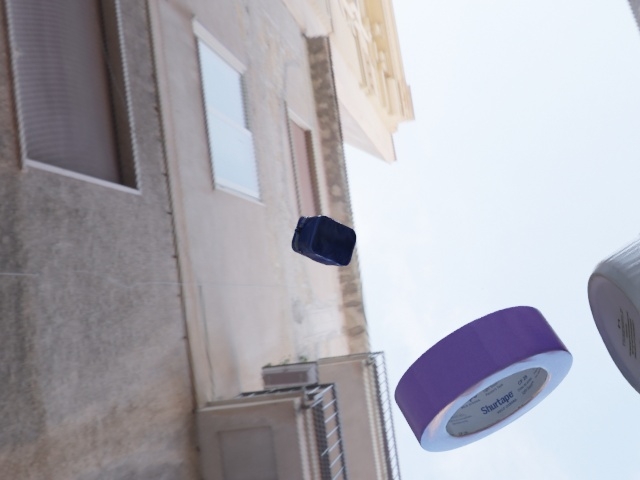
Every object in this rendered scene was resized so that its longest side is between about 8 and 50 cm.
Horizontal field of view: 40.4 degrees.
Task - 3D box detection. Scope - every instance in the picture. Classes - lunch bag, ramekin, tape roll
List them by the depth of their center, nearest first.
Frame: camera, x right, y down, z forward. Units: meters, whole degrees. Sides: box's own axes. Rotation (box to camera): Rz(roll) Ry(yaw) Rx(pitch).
[{"bbox_3d":[0.504,0.119,1.280,0.127,0.273,0.272,-23,-97,-4],"label":"ramekin"},{"bbox_3d":[0.257,0.222,1.372,0.275,0.275,0.090,-35,-123,7],"label":"tape roll"},{"bbox_3d":[0.000,0.000,1.394,0.098,0.065,0.067,27,-106,-32],"label":"lunch bag"}]
